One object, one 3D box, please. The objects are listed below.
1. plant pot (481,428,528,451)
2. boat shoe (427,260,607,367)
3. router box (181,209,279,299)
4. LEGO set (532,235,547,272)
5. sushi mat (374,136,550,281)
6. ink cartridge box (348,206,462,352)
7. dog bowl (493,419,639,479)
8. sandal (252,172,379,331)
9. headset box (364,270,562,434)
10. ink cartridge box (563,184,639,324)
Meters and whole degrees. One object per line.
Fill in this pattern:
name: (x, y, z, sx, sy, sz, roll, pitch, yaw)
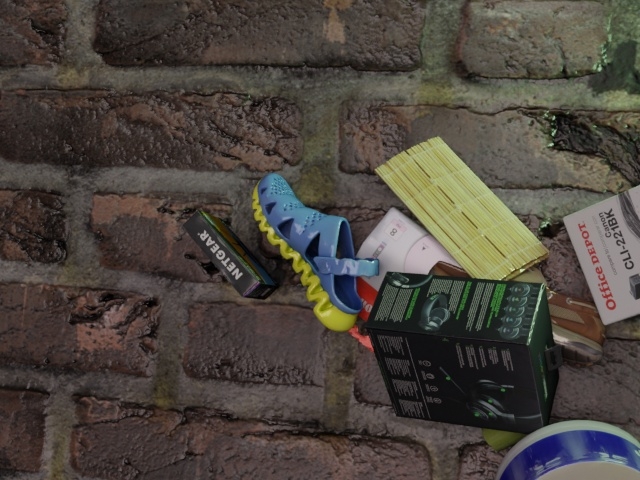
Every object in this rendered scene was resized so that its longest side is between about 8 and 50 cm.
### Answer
plant pot: (0.322, 0.321, 1.742, 0.079, 0.083, 0.083, -38, 77, 20)
boat shoe: (0.338, 0.105, 1.729, 0.324, 0.123, 0.116, 25, 73, -1)
router box: (-0.163, 0.029, 1.853, 0.046, 0.133, 0.179, -44, 77, 7)
LEGO set: (0.374, 0.032, 1.785, 0.054, 0.023, 0.083, 25, 77, 12)
sushi mat: (0.241, -0.051, 1.749, 0.151, 0.019, 0.316, -28, 59, -20)
ink cartridge box: (0.134, 0.086, 1.818, 0.189, 0.066, 0.232, 39, 90, 14)
dog bowl: (0.415, 0.425, 1.624, 0.265, 0.104, 0.264, 0, 115, 0)
sandal: (0.000, 0.000, 1.804, 0.138, 0.126, 0.317, -43, 75, 26)
headset box: (0.246, 0.184, 1.647, 0.283, 0.246, 0.131, 3, 47, 25)
ink cartridge box: (0.562, 0.002, 1.645, 0.273, 0.114, 0.197, -26, 78, 34)
